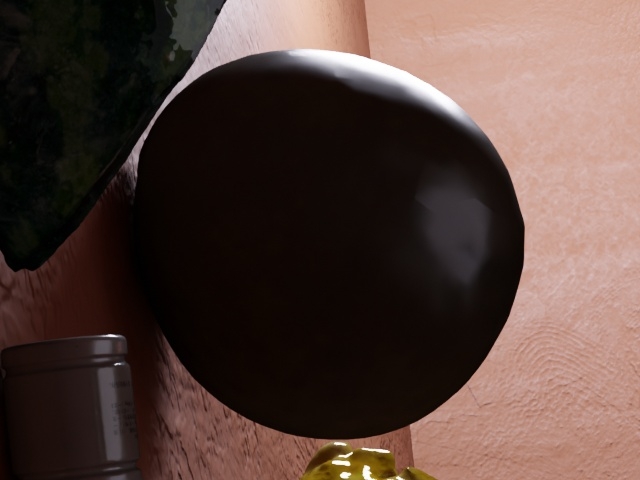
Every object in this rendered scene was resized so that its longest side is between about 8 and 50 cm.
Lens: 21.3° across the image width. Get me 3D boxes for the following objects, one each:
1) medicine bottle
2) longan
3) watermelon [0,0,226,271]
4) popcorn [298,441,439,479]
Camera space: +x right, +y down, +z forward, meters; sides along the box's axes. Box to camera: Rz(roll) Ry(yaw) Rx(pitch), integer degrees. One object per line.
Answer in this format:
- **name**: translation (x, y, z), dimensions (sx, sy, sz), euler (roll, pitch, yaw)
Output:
- **medicine bottle**: translation (-0.112, 0.091, 0.771), dimensions (0.058, 0.058, 0.091), euler (29, 54, -81)
- **longan**: translation (0.000, 0.000, 1.079), dimensions (0.258, 0.258, 0.258), euler (-8, 90, -83)
- **watermelon**: translation (-0.104, -0.087, 0.818), dimensions (0.202, 0.136, 0.207), euler (-5, 102, -77)
- **popcorn**: translation (0.035, 0.289, 1.292), dimensions (0.191, 0.190, 0.253), euler (36, 49, -37)
